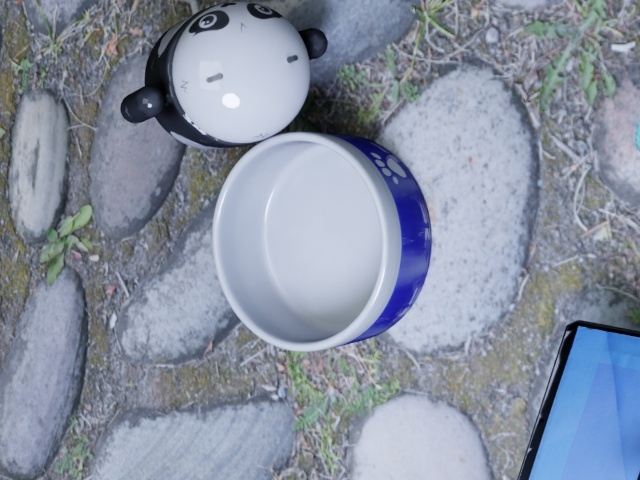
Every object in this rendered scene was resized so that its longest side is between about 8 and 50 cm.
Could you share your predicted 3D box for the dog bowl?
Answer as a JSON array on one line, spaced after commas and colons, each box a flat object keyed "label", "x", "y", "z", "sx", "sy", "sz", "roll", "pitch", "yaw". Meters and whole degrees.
[{"label": "dog bowl", "x": 0.000, "y": 0.000, "z": 1.776, "sx": 0.265, "sy": 0.104, "sz": 0.265, "roll": 2, "pitch": 94, "yaw": 36}]

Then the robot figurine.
[{"label": "robot figurine", "x": -0.118, "y": -0.200, "z": 1.764, "sx": 0.209, "sy": 0.173, "sz": 0.278, "roll": -61, "pitch": 17, "yaw": -8}]

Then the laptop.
[{"label": "laptop", "x": 0.365, "y": 0.232, "z": 1.508, "sx": 0.264, "sy": 0.136, "sz": 0.234, "roll": 26, "pitch": 109, "yaw": 37}]

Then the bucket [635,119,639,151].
[{"label": "bucket", "x": 0.444, "y": -0.105, "z": 1.355, "sx": 0.183, "sy": 0.281, "sz": 0.281, "roll": 52, "pitch": 119, "yaw": 22}]
